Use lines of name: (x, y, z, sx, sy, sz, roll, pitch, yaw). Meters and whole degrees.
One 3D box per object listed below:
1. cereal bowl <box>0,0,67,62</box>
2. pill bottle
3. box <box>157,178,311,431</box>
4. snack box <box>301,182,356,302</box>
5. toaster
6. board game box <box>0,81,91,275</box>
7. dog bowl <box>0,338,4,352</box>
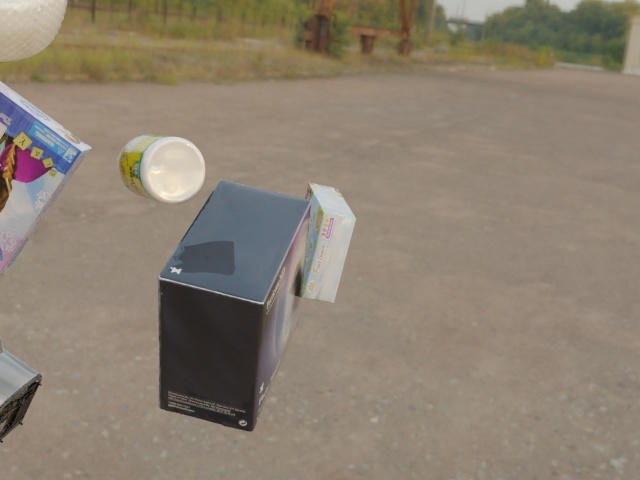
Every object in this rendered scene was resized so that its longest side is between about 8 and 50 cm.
cereal bowl: (-0.558, -0.450, 1.431, 0.339, 0.141, 0.339, 21, 45, -23)
pill bottle: (-0.296, -0.132, 1.622, 0.117, 0.118, 0.208, -1, 9, -29)
box: (-0.142, 0.107, 1.530, 0.182, 0.294, 0.296, 12, 38, 8)
snack box: (0.000, 0.000, 1.750, 0.070, 0.175, 0.207, 10, 16, -14)
toaster: (-0.657, 0.327, 1.802, 0.110, 0.186, 0.168, 35, 32, 3)
board game box: (-0.666, -0.145, 1.750, 0.318, 0.318, 0.066, 36, 13, -4)
dog bowl: (-0.629, 0.046, 1.433, 0.102, 0.349, 0.349, -27, 24, -15)
